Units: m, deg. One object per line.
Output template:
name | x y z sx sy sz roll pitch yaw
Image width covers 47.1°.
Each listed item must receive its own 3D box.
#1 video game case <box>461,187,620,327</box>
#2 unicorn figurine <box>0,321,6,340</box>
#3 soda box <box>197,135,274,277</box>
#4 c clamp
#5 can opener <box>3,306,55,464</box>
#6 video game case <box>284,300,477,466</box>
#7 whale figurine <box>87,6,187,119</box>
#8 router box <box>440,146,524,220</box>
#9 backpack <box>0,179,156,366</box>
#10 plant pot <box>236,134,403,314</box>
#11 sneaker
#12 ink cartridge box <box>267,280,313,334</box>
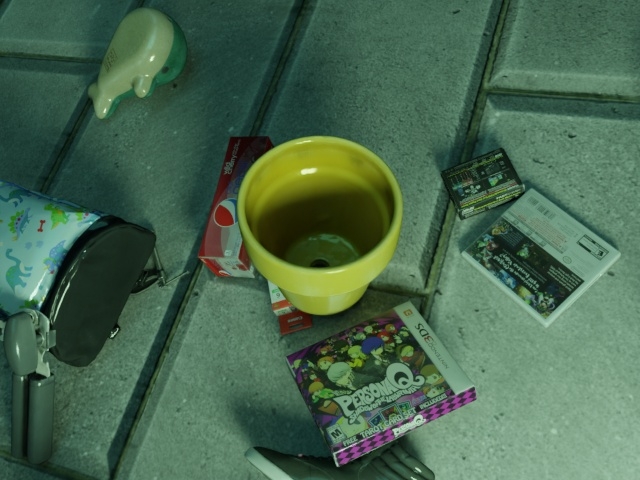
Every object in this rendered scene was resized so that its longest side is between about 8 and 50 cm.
video game case | 0.361 0.024 1.216 0.173 0.022 0.190 -41 59 -8
unicorn figurine | -0.655 0.157 1.441 0.111 0.060 0.162 -29 58 1
soda box | -0.147 -0.066 1.383 0.083 0.092 0.263 1 63 19
c clamp | -0.336 0.039 1.431 0.137 0.022 0.161 -32 59 5
can opener | -0.504 0.251 1.239 0.076 0.095 0.283 11 103 22
video game case | 0.087 0.211 1.131 0.232 0.042 0.210 -23 39 -9
whale figurine | -0.404 -0.383 1.636 0.272 0.141 0.216 -45 55 20
router box | 0.286 -0.100 1.297 0.122 0.038 0.092 -21 58 6
backpack | -0.537 0.030 1.383 0.355 0.273 0.290 24 83 41
plant pot | 0.000 0.000 1.196 0.254 0.239 0.254 0 58 1
sneaker | 0.037 0.343 1.102 0.295 0.104 0.147 21 67 22
ink cartridge box | -0.054 0.104 1.298 0.063 0.029 0.115 -17 58 7
